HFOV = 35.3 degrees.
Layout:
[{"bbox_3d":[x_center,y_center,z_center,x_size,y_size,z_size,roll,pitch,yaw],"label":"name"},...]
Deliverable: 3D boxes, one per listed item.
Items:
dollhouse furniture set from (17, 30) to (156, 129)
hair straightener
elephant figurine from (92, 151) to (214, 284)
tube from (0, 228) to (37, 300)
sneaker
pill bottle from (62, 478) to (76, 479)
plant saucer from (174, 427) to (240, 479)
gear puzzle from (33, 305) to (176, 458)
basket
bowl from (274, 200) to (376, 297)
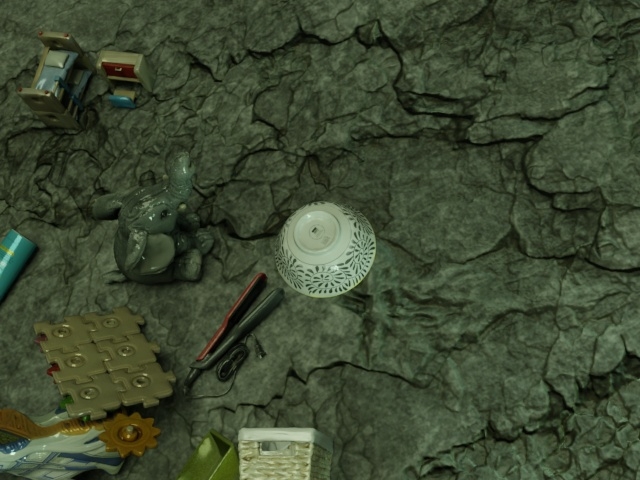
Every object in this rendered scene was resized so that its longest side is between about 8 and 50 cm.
[{"bbox_3d":[-0.413,-0.280,1.789,0.184,0.129,0.129,7,70,14],"label":"dollhouse furniture set"},{"bbox_3d":[-0.132,0.163,1.597,0.089,0.047,0.230,36,79,22],"label":"hair straightener"},{"bbox_3d":[-0.276,-0.030,1.599,0.170,0.239,0.186,16,72,17],"label":"elephant figurine"},{"bbox_3d":[-0.566,0.078,1.724,0.080,0.052,0.207,29,82,27],"label":"tube"},{"bbox_3d":[-0.434,0.325,1.508,0.297,0.130,0.112,-5,28,-13],"label":"sneaker"},{"bbox_3d":[-0.409,0.501,1.454,0.160,0.160,0.283,39,80,22],"label":"pill bottle"},{"bbox_3d":[-0.182,0.375,1.470,0.045,0.188,0.188,38,78,-11],"label":"plant saucer"},{"bbox_3d":[-0.317,0.219,1.534,0.176,0.044,0.339,-10,35,-25],"label":"gear puzzle"},{"bbox_3d":[-0.048,0.329,1.453,0.113,0.167,0.103,-2,74,10],"label":"basket"},{"bbox_3d":[0.000,0.000,1.620,0.170,0.080,0.170,-4,68,11],"label":"bowl"}]
